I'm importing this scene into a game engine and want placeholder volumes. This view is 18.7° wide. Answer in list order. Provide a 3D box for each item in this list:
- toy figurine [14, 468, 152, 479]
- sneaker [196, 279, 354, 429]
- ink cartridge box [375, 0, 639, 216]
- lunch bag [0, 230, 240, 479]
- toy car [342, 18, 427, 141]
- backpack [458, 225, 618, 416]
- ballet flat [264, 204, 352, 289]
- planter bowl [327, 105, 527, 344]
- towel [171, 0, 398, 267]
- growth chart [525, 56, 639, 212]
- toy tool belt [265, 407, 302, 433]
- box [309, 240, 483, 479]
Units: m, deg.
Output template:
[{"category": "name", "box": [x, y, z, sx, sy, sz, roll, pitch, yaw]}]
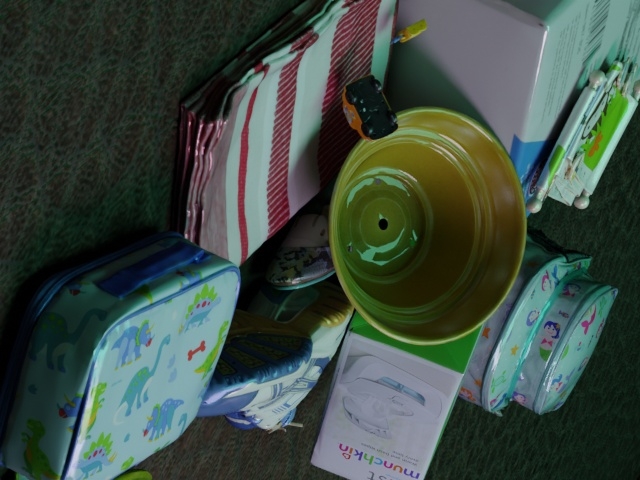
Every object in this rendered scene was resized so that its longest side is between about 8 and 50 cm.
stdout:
[{"category": "toy figurine", "box": [-0.171, 0.308, 1.555, 0.191, 0.217, 0.362, -65, 159, 5]}, {"category": "sneaker", "box": [-0.061, 0.127, 1.758, 0.296, 0.112, 0.131, -22, 136, -60]}, {"category": "ink cartridge box", "box": [0.226, -0.227, 1.941, 0.395, 0.166, 0.285, -45, 154, -40]}, {"category": "lunch bag", "box": [-0.156, 0.089, 1.507, 0.219, 0.090, 0.176, -28, 141, -58]}, {"category": "toy car", "box": [0.063, -0.138, 1.728, 0.122, 0.060, 0.040, -46, -170, -27]}, {"category": "backpack", "box": [0.236, 0.102, 2.371, 0.253, 0.191, 0.225, 5, 111, -63]}, {"category": "ballet flat", "box": [0.000, 0.000, 1.843, 0.188, 0.070, 0.070, -22, 135, -64]}, {"category": "planter bowl", "box": [0.078, -0.015, 1.795, 0.217, 0.090, 0.217, -1, 92, -31]}, {"category": "towel", "box": [-0.022, -0.100, 1.683, 0.329, 0.037, 0.237, -45, 154, -41]}, {"category": "growth chart", "box": [0.269, -0.105, 1.931, 0.172, 0.021, 0.237, -65, 162, 9]}, {"category": "toy tool belt", "box": [-0.046, 0.164, 1.925, 0.052, 0.051, 0.083, -60, 159, -10]}, {"category": "box", "box": [0.099, 0.092, 1.993, 0.231, 0.127, 0.262, 104, 9, -47]}]
